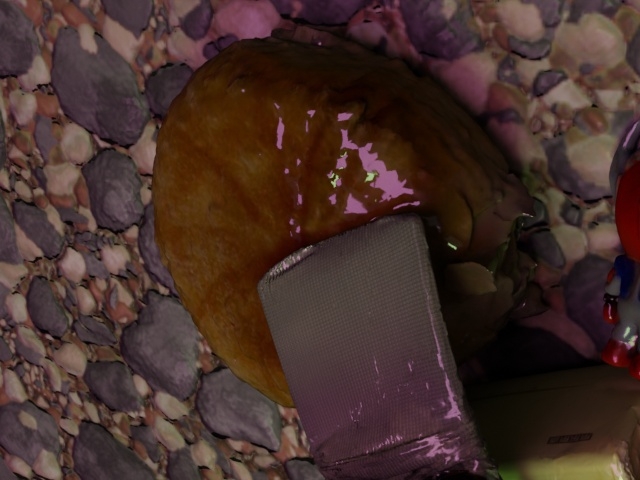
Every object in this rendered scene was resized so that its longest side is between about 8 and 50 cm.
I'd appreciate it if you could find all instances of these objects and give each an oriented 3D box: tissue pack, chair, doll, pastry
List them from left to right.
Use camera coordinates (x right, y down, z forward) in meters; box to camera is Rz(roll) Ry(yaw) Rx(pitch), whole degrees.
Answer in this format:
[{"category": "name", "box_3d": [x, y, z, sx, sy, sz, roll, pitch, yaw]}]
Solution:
[{"category": "pastry", "box_3d": [0.000, 0.000, 0.788, 0.330, 0.136, 0.329, 14, 118, 29]}, {"category": "chair", "box_3d": [0.023, 0.162, 0.613, 0.160, 0.186, 0.319, -23, 90, 43]}, {"category": "tissue pack", "box_3d": [0.152, 0.174, 0.740, 0.234, 0.159, 0.125, -14, 100, 38]}, {"category": "doll", "box_3d": [0.226, -0.005, 0.662, 0.062, 0.104, 0.194, 8, 101, -11]}]
